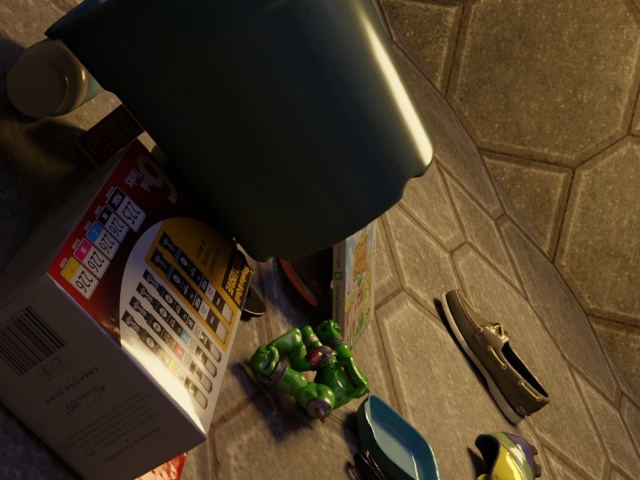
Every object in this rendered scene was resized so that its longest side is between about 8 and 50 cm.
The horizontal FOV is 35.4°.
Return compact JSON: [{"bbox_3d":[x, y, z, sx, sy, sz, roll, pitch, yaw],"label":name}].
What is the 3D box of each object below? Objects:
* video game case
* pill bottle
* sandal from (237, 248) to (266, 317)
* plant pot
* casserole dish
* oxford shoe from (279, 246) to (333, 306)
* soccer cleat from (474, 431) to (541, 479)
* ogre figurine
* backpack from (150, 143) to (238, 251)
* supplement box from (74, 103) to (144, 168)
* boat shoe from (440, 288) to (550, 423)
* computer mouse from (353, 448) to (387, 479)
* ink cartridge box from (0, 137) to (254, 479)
[{"bbox_3d":[0.054,0.060,1.539,0.212,0.023,0.193,-42,134,-69],"label":"video game case"},{"bbox_3d":[-0.305,-0.196,1.178,0.087,0.087,0.160,52,20,-12],"label":"pill bottle"},{"bbox_3d":[-0.126,0.026,1.314,0.179,0.040,0.067,54,20,-5],"label":"sandal"},{"bbox_3d":[-0.060,-0.177,1.091,0.334,0.341,0.341,58,18,-20],"label":"plant pot"},{"bbox_3d":[0.108,0.299,1.439,0.188,0.037,0.114,44,23,-31],"label":"casserole dish"},{"bbox_3d":[0.000,0.000,1.556,0.097,0.098,0.271,47,22,-24],"label":"oxford shoe"},{"bbox_3d":[0.312,0.441,1.654,0.121,0.093,0.289,16,38,-14],"label":"soccer cleat"},{"bbox_3d":[-0.004,0.169,1.300,0.118,0.097,0.197,49,6,15],"label":"ogre figurine"},{"bbox_3d":[-0.166,-0.065,1.245,0.152,0.115,0.182,39,33,-35],"label":"backpack"},{"bbox_3d":[-0.248,-0.133,1.215,0.043,0.083,0.055,51,22,-12],"label":"supplement box"},{"bbox_3d":[0.352,0.221,2.034,0.305,0.091,0.109,58,20,4],"label":"boat shoe"},{"bbox_3d":[0.063,0.338,1.267,0.106,0.042,0.193,57,20,-1],"label":"computer mouse"},{"bbox_3d":[-0.172,0.086,0.988,0.272,0.130,0.309,50,20,-19],"label":"ink cartridge box"}]
